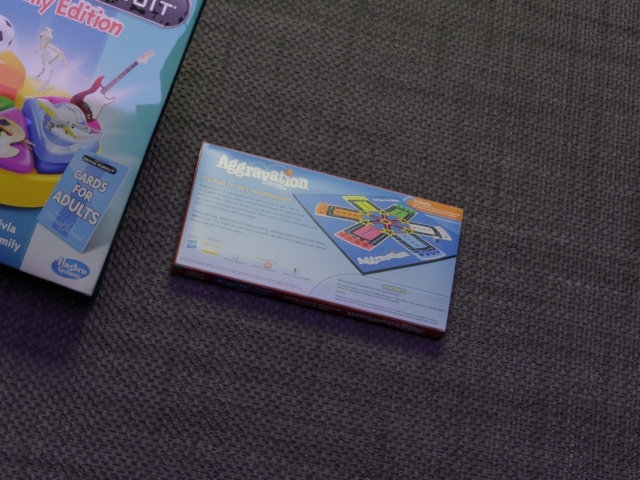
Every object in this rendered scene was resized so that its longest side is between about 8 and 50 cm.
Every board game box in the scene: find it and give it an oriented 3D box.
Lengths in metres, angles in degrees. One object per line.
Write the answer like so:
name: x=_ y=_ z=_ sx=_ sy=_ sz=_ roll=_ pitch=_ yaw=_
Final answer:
board game box: x=0.000 y=0.000 z=1.603 sx=0.281 sy=0.027 sz=0.145 roll=15 pitch=64 yaw=-7
board game box: x=-0.276 y=-0.146 z=1.504 sx=0.253 sy=0.079 sz=0.336 roll=20 pitch=86 yaw=-4
